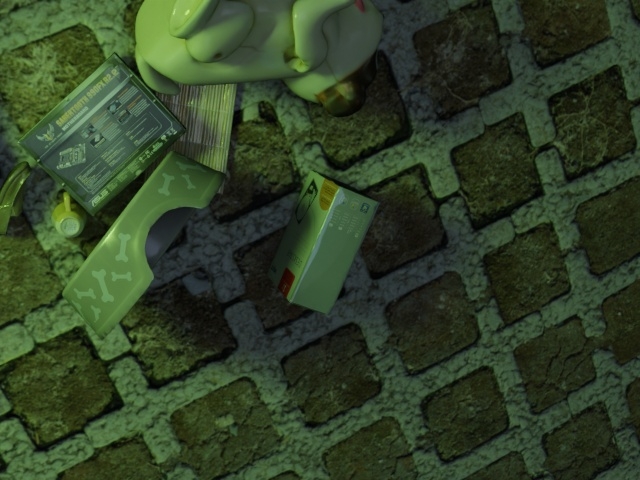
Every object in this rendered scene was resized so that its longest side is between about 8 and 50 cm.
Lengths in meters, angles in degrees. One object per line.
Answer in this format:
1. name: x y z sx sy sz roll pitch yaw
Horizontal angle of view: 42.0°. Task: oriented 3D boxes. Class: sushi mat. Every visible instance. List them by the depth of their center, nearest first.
1. sushi mat: -0.233 -0.244 1.534 0.151 0.019 0.317 5 103 -21

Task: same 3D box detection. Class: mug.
1. mug: -0.453 -0.039 1.490 0.062 0.064 0.078 -36 112 -6

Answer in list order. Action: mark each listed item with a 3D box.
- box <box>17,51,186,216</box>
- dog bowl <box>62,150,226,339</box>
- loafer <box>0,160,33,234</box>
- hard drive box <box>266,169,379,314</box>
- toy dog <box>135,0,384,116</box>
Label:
1. box: -0.382 -0.185 1.468 0.231 0.056 0.183 -43 109 0
2. dog bowl: -0.303 -0.003 1.412 0.102 0.349 0.349 38 90 -12
3. loafer: -0.541 -0.072 1.460 0.050 0.056 0.148 30 103 -24
4. hard drive box: 0.000 0.000 1.590 0.089 0.181 0.232 20 97 -22
5. toy dog: -0.074 -0.348 1.398 0.407 0.285 0.395 10 128 -33
